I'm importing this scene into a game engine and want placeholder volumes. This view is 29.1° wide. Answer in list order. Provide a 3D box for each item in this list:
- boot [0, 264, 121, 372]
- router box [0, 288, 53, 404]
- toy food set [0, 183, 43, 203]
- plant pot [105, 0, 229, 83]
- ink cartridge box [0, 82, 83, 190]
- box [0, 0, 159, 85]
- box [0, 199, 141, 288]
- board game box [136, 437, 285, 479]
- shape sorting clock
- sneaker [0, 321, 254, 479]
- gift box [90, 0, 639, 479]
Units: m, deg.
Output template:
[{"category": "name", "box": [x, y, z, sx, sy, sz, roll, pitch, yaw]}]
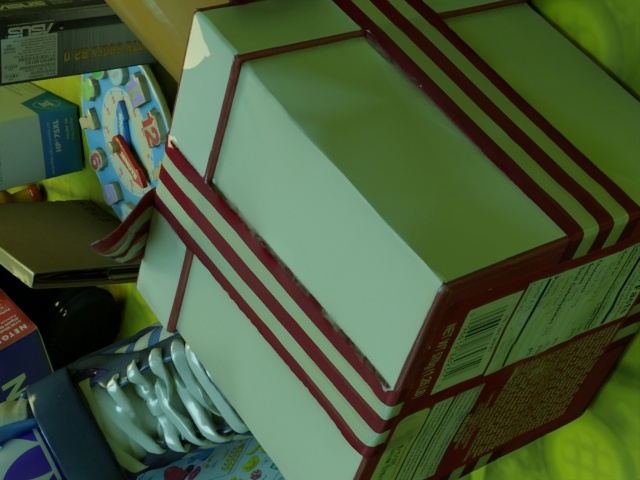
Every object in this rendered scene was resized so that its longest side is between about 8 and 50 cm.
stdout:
[{"category": "boot", "box": [-0.328, 0.070, 1.429, 0.207, 0.094, 0.246, 52, 148, 21]}, {"category": "router box", "box": [-0.398, 0.153, 1.433, 0.301, 0.082, 0.335, 37, 148, 37]}, {"category": "toy food set", "box": [-0.418, -0.096, 1.511, 0.232, 0.104, 0.111, -134, 25, -61]}, {"category": "plant pot", "box": [-0.073, -0.202, 0.871, 0.205, 0.205, 0.188, -15, 108, 56]}, {"category": "ink cartridge box", "box": [-0.388, -0.101, 1.312, 0.134, 0.231, 0.078, 26, 125, 47]}, {"category": "box", "box": [-0.200, -0.194, 1.003, 0.183, 0.231, 0.056, 33, 127, 42]}, {"category": "box", "box": [-0.259, 0.000, 1.238, 0.201, 0.164, 0.021, 28, 115, 46]}, {"category": "board game box", "box": [-0.086, 0.250, 1.088, 0.275, 0.144, 0.142, 14, 147, 52]}, {"category": "shape sorting clock", "box": [-0.188, -0.095, 1.203, 0.206, 0.040, 0.206, 28, 127, 46]}, {"category": "sneaker", "box": [-0.138, 0.140, 0.948, 0.323, 0.236, 0.130, -17, 103, 55]}, {"category": "gift box", "box": [0.031, -0.017, 0.730, 0.258, 0.276, 0.255, 50, 136, 31]}]
